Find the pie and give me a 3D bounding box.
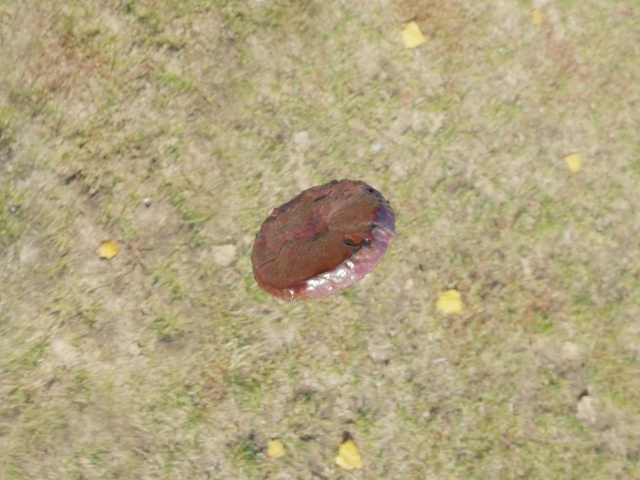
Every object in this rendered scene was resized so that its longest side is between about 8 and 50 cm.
[{"bbox_3d":[0.000,0.000,0.861,0.154,0.154,0.036,-58,132,-27],"label":"pie"}]
